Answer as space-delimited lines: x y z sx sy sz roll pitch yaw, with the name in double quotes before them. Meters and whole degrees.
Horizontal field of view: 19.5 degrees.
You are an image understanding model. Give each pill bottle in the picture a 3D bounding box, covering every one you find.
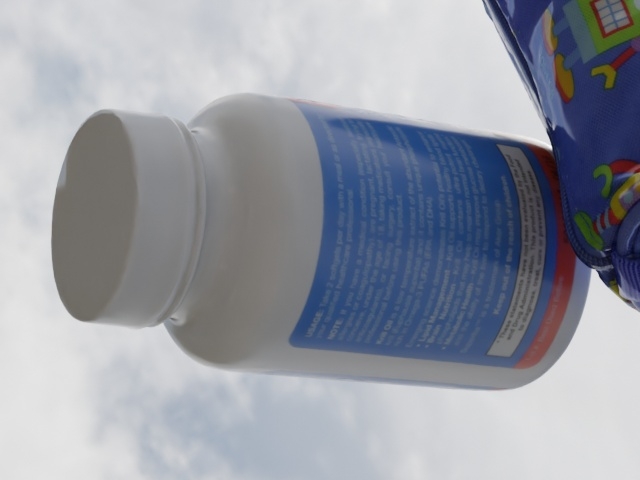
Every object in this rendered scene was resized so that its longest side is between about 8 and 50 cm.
"pill bottle" 0.000 0.000 0.828 0.124 0.221 0.124 -19 -113 57

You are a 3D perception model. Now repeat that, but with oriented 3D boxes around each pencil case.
"pencil case" 0.140 -0.099 0.862 0.119 0.133 0.306 62 8 -50
